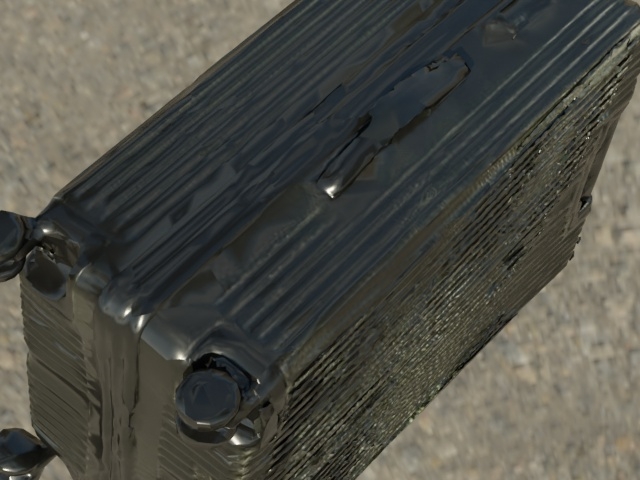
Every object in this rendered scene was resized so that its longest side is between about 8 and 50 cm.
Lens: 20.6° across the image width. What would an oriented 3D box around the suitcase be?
[{"bbox_3d":[0.000,0.000,0.873,0.152,0.229,0.335,37,59,17],"label":"suitcase"}]
